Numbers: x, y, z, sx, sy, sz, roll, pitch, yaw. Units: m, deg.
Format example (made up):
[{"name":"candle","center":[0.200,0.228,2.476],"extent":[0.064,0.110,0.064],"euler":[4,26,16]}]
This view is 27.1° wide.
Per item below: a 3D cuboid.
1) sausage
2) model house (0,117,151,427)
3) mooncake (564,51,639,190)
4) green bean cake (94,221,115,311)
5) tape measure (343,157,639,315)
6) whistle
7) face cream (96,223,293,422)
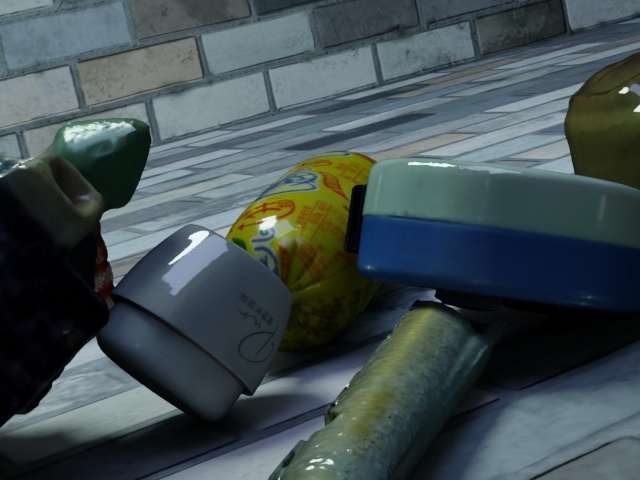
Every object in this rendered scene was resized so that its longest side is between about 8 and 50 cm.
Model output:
[{"name":"sausage","center":[0.000,0.000,1.098],"extent":[0.123,0.123,0.347],"euler":[-9,13,13]},{"name":"model house","center":[-0.245,0.014,0.809],"extent":[0.284,0.243,0.298],"euler":[-31,14,20]},{"name":"mooncake","center":[0.342,-0.095,1.090],"extent":[0.284,0.155,0.284],"euler":[-20,11,4]},{"name":"green bean cake","center":[-0.264,0.023,1.224],"extent":[0.135,0.135,0.056],"euler":[-8,16,20]},{"name":"tape measure","center":[0.186,0.007,0.888],"extent":[0.351,0.098,0.215],"euler":[4,-3,38]},{"name":"whistle","center":[0.040,0.100,0.746],"extent":[0.068,0.057,0.326],"euler":[-2,14,22]},{"name":"face cream","center":[-0.083,0.056,0.889],"extent":[0.104,0.117,0.117],"euler":[-55,26,-13]}]
